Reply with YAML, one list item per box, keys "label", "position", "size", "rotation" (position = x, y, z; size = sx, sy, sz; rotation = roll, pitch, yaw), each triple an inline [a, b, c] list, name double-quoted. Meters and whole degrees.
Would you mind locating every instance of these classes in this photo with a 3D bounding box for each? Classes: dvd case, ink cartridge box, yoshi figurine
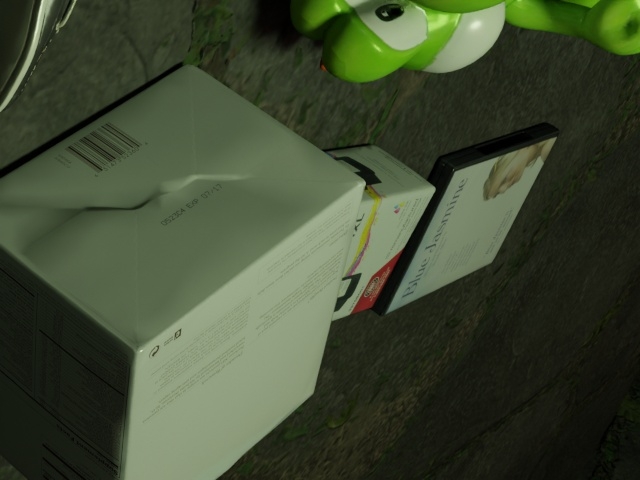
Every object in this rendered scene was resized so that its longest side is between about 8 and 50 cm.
- label: "dvd case"
  position: [0.153, -0.026, 1.480]
  size: [0.253, 0.022, 0.180]
  rotation: [-20, 141, -55]
- label: "ink cartridge box"
  position: [0.000, 0.000, 1.131]
  size: [0.175, 0.072, 0.127]
  rotation: [-15, 137, -59]
- label: "yoshi figurine"
  position: [0.140, -0.217, 0.969]
  size: [0.362, 0.204, 0.203]
  rotation: [-33, 134, -38]

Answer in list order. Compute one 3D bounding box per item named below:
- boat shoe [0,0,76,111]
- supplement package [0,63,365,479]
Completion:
- label: "boat shoe"
  position: [-0.141, -0.120, 0.703]
  size: [0.038, 0.046, 0.125]
  rotation: [-8, 122, -55]
- label: "supplement package"
  position: [-0.102, 0.041, 0.875]
  size: [0.194, 0.149, 0.203]
  rotation: [-37, 153, -37]
